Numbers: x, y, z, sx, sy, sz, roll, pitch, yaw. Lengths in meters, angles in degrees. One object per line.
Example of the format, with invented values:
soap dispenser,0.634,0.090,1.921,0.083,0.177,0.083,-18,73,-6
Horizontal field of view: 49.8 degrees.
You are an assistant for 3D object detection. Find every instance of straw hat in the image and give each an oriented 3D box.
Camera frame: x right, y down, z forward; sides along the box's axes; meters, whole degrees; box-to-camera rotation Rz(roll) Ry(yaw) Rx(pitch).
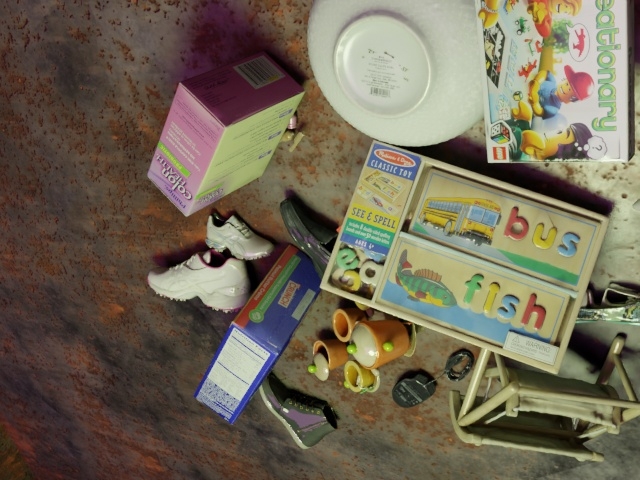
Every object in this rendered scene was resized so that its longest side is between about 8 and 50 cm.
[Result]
straw hat,0.185,0.159,1.412,0.144,0.061,0.144,166,90,-71

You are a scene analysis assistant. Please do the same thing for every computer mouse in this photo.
computer mouse,0.244,0.299,1.505,0.071,0.041,0.242,47,127,-4

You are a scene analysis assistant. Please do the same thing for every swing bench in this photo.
swing bench,0.399,0.291,1.246,0.253,0.165,0.254,9,131,-7

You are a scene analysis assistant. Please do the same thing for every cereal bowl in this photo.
cereal bowl,0.122,-0.292,1.074,0.339,0.141,0.338,16,128,21

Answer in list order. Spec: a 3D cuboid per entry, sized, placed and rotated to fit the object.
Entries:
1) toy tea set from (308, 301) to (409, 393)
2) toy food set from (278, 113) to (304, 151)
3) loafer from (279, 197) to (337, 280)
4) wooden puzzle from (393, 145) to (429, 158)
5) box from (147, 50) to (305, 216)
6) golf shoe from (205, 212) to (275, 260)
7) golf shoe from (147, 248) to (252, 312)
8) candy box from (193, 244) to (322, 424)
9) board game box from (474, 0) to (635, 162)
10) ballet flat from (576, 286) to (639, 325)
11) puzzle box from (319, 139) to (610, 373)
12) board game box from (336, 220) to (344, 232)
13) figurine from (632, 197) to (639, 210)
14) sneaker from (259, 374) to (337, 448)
toy tea set,0.055,0.223,1.455,0.200,0.124,0.336,62,144,30
toy food set,-0.079,-0.233,1.328,0.122,0.019,0.078,48,137,5
loafer,0.000,0.000,1.412,0.078,0.076,0.223,-35,90,23
wooden puzzle,0.158,-0.134,1.254,0.079,0.014,0.116,24,132,10
box,-0.175,-0.196,1.262,0.117,0.213,0.243,44,137,10
golf shoe,-0.182,-0.011,1.525,0.176,0.069,0.086,13,122,23
golf shoe,-0.287,0.078,1.643,0.306,0.115,0.140,8,106,28
candy box,-0.129,0.208,1.509,0.122,0.268,0.317,34,133,2
board game box,0.310,-0.255,0.914,0.193,0.053,0.305,4,114,35
ballet flat,0.488,0.113,1.201,0.189,0.070,0.070,-3,120,32
puzzle box,0.234,0.022,1.141,0.409,0.272,0.052,19,175,10
board game box,0.147,-0.002,1.334,0.193,0.045,0.147,43,134,-2
figurine,0.598,-0.044,0.996,0.215,0.092,0.209,40,138,2
sneaker,-0.054,0.414,1.759,0.118,0.083,0.222,-38,91,25
